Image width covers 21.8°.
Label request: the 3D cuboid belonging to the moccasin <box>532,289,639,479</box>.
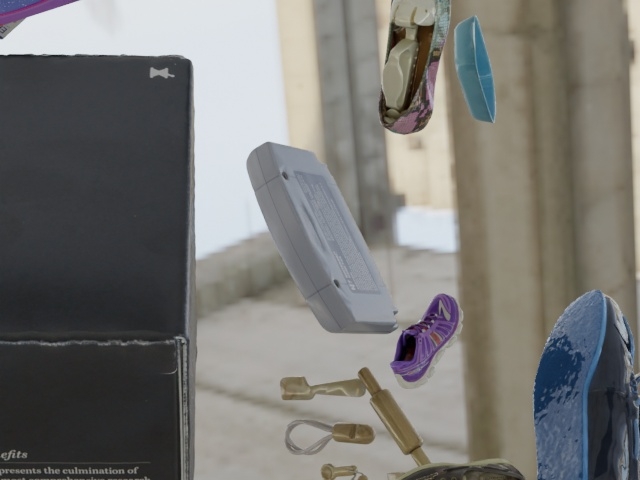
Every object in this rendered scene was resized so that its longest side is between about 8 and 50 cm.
[{"bbox_3d":[0.323,0.217,1.964,0.138,0.117,0.342,-38,-151,46],"label":"moccasin"}]

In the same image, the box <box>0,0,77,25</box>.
[{"bbox_3d":[-0.274,-0.302,1.507,0.293,0.201,0.057,-17,-135,0],"label":"box"}]

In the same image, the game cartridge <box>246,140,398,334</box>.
[{"bbox_3d":[0.000,0.000,2.352,0.060,0.294,0.196,-31,163,18],"label":"game cartridge"}]

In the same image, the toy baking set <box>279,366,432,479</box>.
[{"bbox_3d":[0.039,0.258,2.110,0.030,0.256,0.197,-11,155,-50],"label":"toy baking set"}]

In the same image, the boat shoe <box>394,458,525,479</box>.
[{"bbox_3d":[0.144,0.261,1.753,0.152,0.056,0.049,-12,-178,-15],"label":"boat shoe"}]

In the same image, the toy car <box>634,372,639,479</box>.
[{"bbox_3d":[0.483,0.242,2.133,0.159,0.182,0.136,-12,157,34],"label":"toy car"}]

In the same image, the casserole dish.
[{"bbox_3d":[0.233,-0.256,2.510,0.037,0.188,0.114,-7,-124,13],"label":"casserole dish"}]

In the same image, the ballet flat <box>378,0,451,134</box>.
[{"bbox_3d":[0.107,-0.235,1.981,0.077,0.221,0.079,12,-169,27],"label":"ballet flat"}]

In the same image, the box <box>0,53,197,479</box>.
[{"bbox_3d":[-0.279,0.118,1.818,0.297,0.472,0.480,1,-141,-5],"label":"box"}]

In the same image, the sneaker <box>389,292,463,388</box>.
[{"bbox_3d":[0.157,0.142,2.483,0.068,0.071,0.170,-1,-133,39],"label":"sneaker"}]

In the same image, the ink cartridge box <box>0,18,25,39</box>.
[{"bbox_3d":[-0.402,-0.381,2.088,0.224,0.223,0.045,-33,-132,20],"label":"ink cartridge box"}]
